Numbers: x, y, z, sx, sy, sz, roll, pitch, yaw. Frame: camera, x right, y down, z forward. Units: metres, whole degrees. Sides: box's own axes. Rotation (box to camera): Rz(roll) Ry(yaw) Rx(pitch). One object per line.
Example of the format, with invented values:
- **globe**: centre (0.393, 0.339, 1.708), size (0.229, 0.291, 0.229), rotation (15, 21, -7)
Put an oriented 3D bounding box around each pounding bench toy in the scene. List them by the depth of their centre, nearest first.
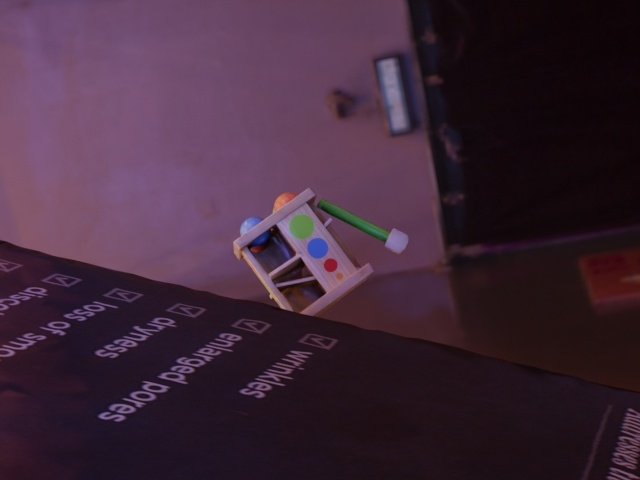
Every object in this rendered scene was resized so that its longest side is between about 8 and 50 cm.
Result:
- **pounding bench toy**: centre (0.000, 0.000, 0.727), size (0.065, 0.083, 0.052), rotation (54, 173, 4)

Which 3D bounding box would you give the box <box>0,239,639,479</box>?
- **box**: centre (-0.141, 0.193, 0.385), size (0.480, 0.471, 0.298), rotation (-28, -53, -69)
